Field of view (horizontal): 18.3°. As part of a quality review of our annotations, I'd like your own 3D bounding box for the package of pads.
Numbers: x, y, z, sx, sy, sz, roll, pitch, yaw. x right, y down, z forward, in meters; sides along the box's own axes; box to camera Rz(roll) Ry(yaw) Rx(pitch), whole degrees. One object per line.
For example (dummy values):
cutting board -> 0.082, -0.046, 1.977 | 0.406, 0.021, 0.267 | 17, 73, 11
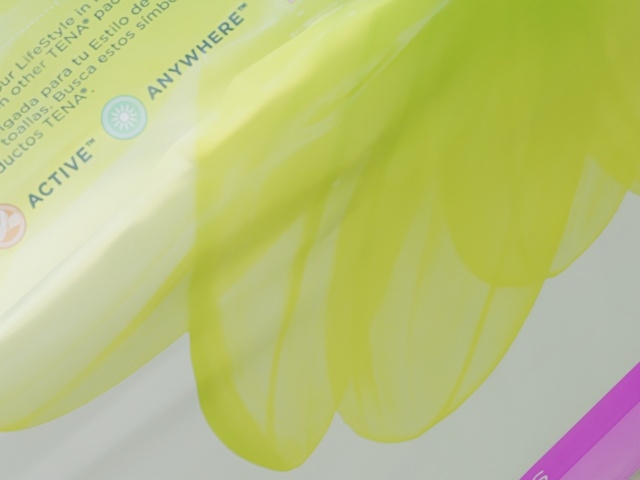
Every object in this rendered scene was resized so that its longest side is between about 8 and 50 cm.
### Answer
package of pads -> 0.000, 0.000, 0.451 | 0.296, 0.229, 0.101 | -44, 53, -9
